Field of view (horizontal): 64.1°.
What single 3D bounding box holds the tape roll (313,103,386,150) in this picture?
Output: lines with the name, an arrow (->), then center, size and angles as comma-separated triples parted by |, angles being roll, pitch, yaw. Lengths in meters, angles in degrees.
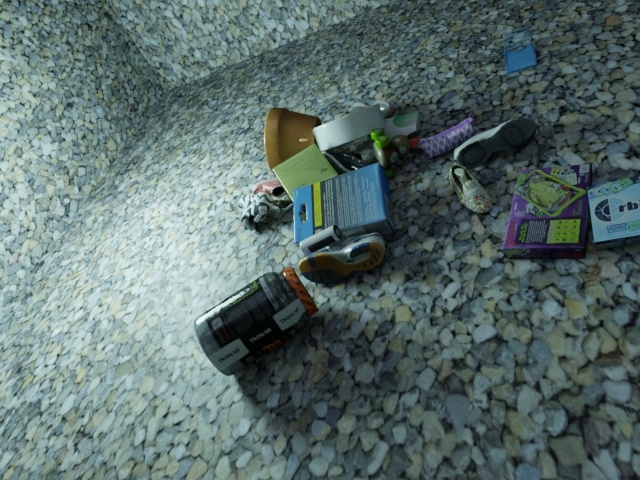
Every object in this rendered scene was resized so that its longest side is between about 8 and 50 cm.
tape roll -> 0.119, -0.459, 2.076 | 0.286, 0.100, 0.286 | -20, 12, 5

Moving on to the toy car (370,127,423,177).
toy car -> 0.300, -0.350, 1.945 | 0.188, 0.155, 0.149 | -14, 34, 0

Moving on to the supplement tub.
supplement tub -> -0.188, 0.234, 1.534 | 0.338, 0.207, 0.207 | -32, 36, -2

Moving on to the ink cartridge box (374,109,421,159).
ink cartridge box -> 0.313, -0.435, 2.106 | 0.180, 0.056, 0.225 | -9, 40, 28

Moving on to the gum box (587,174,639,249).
gum box -> 0.787, -0.076, 1.319 | 0.156, 0.041, 0.185 | -14, 51, 34

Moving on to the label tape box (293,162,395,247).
label tape box -> 0.078, -0.105, 1.784 | 0.333, 0.106, 0.241 | -15, 56, 20

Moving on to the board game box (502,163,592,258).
board game box -> 0.656, -0.088, 1.467 | 0.208, 0.056, 0.347 | 2, 47, 31

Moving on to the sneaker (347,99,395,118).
sneaker -> 0.219, -0.554, 2.289 | 0.121, 0.099, 0.262 | -53, 34, -16

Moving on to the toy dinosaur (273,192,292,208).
toy dinosaur -> -0.075, -0.216, 2.110 | 0.268, 0.064, 0.118 | -25, 51, 6

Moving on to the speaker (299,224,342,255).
speaker -> 0.000, 0.000, 1.681 | 0.136, 0.055, 0.055 | -26, 35, 22

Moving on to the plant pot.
plant pot -> -0.103, -0.433, 2.228 | 0.203, 0.291, 0.291 | 2, 44, 12

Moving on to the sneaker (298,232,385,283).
sneaker -> 0.074, 0.055, 1.673 | 0.296, 0.112, 0.131 | -14, 21, 20

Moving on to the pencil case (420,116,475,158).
pencil case -> 0.472, -0.381, 1.902 | 0.206, 0.088, 0.086 | -24, 39, 7

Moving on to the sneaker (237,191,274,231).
sneaker -> -0.294, -0.105, 2.098 | 0.235, 0.094, 0.153 | -2, 55, 47

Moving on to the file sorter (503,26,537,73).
file sorter -> 0.827, -0.797, 2.132 | 0.118, 0.104, 0.170 | -10, 41, 26

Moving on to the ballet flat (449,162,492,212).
ballet flat -> 0.477, -0.176, 1.666 | 0.091, 0.077, 0.241 | -27, 37, 3

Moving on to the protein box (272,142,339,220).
protein box -> -0.042, -0.228, 1.990 | 0.199, 0.136, 0.201 | -32, 55, -2

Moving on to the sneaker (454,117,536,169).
sneaker -> 0.595, -0.351, 1.771 | 0.297, 0.111, 0.129 | -21, 22, 4

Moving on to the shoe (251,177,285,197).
shoe -> -0.219, -0.221, 2.209 | 0.177, 0.064, 0.081 | -15, 34, 13

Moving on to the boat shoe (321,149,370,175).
boat shoe -> 0.129, -0.289, 1.998 | 0.113, 0.127, 0.340 | -38, 39, -10
